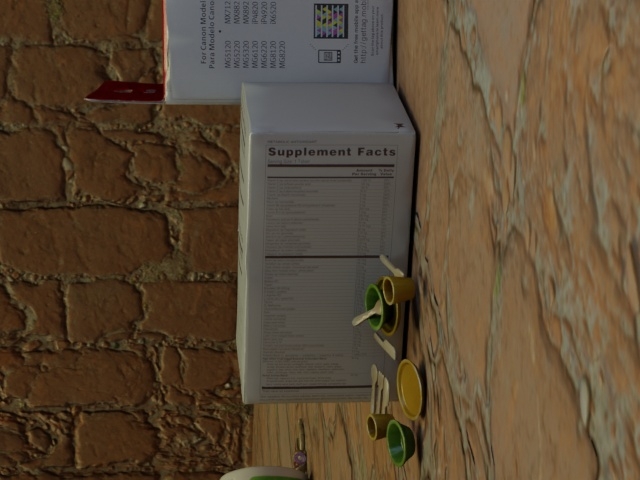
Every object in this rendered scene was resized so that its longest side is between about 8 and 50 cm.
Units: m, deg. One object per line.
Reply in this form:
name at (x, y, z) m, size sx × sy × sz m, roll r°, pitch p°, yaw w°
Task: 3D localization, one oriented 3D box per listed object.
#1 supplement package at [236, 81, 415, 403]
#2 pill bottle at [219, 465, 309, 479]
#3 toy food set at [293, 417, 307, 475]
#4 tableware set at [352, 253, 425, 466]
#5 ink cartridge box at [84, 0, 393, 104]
supplement package at (0.000, 0.000, 1.245) m, size 0.134 × 0.139 × 0.244 m, roll -104°, pitch 16°, yaw -66°
pill bottle at (-0.079, 0.463, 2.141) m, size 0.136 × 0.136 × 0.246 m, roll 101°, pitch 168°, yaw -65°
toy food set at (-0.035, 0.344, 2.293) m, size 0.122 × 0.019 × 0.078 m, roll -98°, pitch 9°, yaw -57°
tableware set at (0.053, 0.095, 1.160) m, size 0.104 × 0.024 × 0.154 m, roll -134°, pitch 43°, yaw -59°
ink cartridge box at (-0.082, -0.199, 1.407) m, size 0.309 × 0.272 × 0.130 m, roll -124°, pitch 34°, yaw -80°
